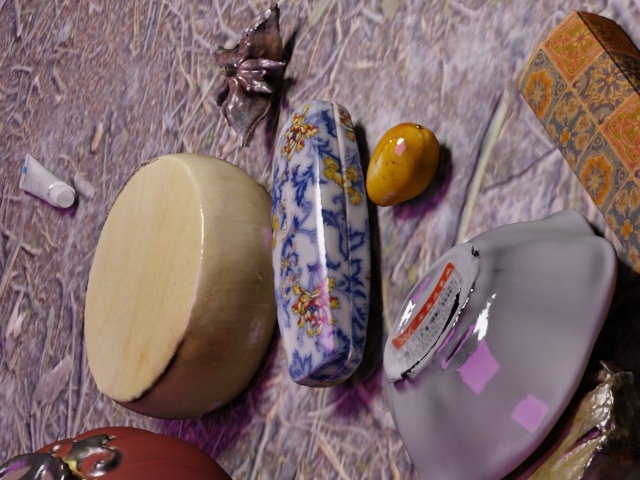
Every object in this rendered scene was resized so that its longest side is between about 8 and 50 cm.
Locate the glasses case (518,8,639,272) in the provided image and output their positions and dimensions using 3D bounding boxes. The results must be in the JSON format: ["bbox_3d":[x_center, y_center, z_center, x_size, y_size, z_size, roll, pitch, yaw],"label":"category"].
[{"bbox_3d":[0.201,-0.062,1.103,0.075,0.049,0.218,-60,34,29],"label":"glasses case"}]

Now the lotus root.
[{"bbox_3d":[0.165,0.148,1.065,0.144,0.070,0.143,-48,24,39],"label":"lotus root"}]

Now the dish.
[{"bbox_3d":[0.099,0.063,1.131,0.229,0.081,0.229,-54,17,24],"label":"dish"}]

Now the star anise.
[{"bbox_3d":[-0.068,-0.145,1.586,0.124,0.056,0.129,-28,56,52],"label":"star anise"}]

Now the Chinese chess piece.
[{"bbox_3d":[-0.129,0.043,1.580,0.251,0.097,0.251,-28,56,52],"label":"Chinese chess piece"}]

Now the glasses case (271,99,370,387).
[{"bbox_3d":[0.000,0.000,1.406,0.087,0.065,0.248,-36,48,46],"label":"glasses case"}]

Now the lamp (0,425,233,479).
[{"bbox_3d":[-0.187,0.298,1.410,0.303,0.257,0.303,-23,34,17],"label":"lamp"}]

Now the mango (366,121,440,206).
[{"bbox_3d":[0.062,-0.058,1.342,0.089,0.046,0.060,-50,40,45],"label":"mango"}]

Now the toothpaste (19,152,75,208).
[{"bbox_3d":[-0.335,-0.068,2.044,0.190,0.031,0.048,27,106,63],"label":"toothpaste"}]
